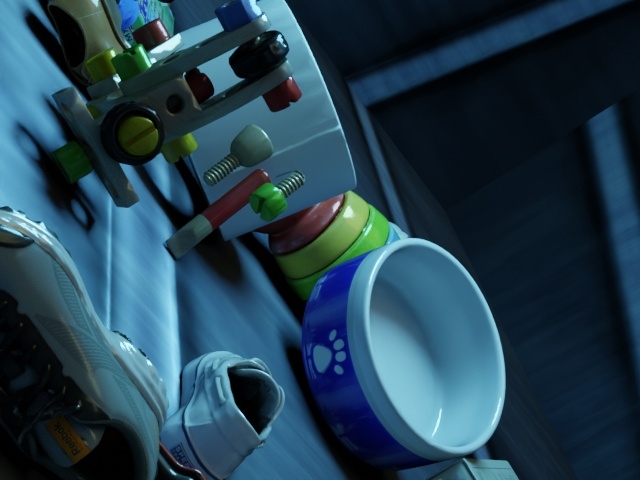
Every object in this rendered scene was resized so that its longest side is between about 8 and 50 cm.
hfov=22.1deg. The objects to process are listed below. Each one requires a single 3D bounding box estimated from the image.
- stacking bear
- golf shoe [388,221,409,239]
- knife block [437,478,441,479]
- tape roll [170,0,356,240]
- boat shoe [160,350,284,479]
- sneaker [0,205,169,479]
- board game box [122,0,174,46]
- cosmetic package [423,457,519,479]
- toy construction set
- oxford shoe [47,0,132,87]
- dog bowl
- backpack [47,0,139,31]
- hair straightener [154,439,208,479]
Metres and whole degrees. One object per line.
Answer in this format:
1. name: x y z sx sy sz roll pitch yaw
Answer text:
1. stacking bear: 0.000 0.000 2.093 0.289 0.164 0.175 48 12 -23
2. golf shoe: 0.055 -0.015 2.526 0.140 0.115 0.306 55 8 5
3. knife block: 0.185 0.432 1.811 0.242 0.088 0.275 49 13 -46
4. tape roll: -0.080 -0.141 1.886 0.246 0.169 0.246 157 -90 -85
5. boat shoe: -0.072 0.147 1.438 0.095 0.084 0.258 55 10 -11
6. sneaker: -0.185 0.077 1.066 0.271 0.100 0.108 51 17 -36
7. board game box: -0.249 -0.331 2.078 0.317 0.046 0.213 -99 166 -67
8. cosmetic package: 0.200 0.364 2.028 0.160 0.113 0.309 61 11 16
9. toy construction set: -0.164 -0.100 1.607 0.257 0.237 0.309 27 -33 41
10. oxford shoe: -0.236 -0.183 1.774 0.076 0.076 0.212 -49 121 -39
11. dog bowl: 0.101 0.137 1.946 0.265 0.104 0.265 26 54 -42
12. backpack: -0.257 -0.283 1.851 0.120 0.098 0.101 61 6 24
13. hair straightener: -0.120 0.173 1.222 0.230 0.047 0.089 57 9 -4
